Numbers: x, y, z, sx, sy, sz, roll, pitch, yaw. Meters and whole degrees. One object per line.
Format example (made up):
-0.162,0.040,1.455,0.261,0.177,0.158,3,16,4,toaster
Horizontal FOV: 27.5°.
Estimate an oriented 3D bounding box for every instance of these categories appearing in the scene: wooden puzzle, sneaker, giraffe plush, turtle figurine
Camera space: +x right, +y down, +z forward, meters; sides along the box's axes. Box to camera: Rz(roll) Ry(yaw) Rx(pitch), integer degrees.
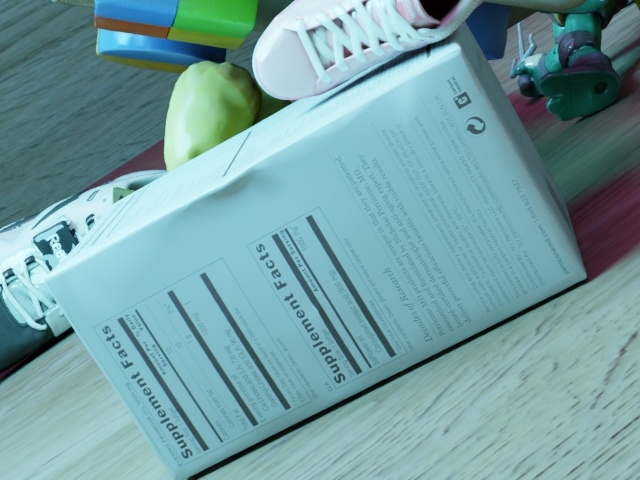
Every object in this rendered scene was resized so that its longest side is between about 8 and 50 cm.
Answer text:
-0.026,-0.151,0.874,0.322,0.080,0.348,6,2,-9,wooden puzzle
-0.237,0.014,1.264,0.330,0.122,0.146,-41,13,-36,sneaker
-0.011,-0.033,0.863,0.170,0.181,0.210,-2,11,23,giraffe plush
0.174,-0.190,0.993,0.118,0.175,0.234,-26,25,12,turtle figurine
0.024,-0.111,0.647,0.134,0.051,0.070,-25,8,7,sneaker

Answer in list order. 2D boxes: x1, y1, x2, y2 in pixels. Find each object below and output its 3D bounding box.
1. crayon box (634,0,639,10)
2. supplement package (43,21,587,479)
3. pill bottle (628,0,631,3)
0.330,-0.231,0.953,0.203,0.083,0.323,-29,13,11,crayon box
0.000,0.000,0.711,0.244,0.134,0.139,-28,13,14,supplement package
0.275,-0.279,1.266,0.087,0.087,0.160,-27,13,21,pill bottle
